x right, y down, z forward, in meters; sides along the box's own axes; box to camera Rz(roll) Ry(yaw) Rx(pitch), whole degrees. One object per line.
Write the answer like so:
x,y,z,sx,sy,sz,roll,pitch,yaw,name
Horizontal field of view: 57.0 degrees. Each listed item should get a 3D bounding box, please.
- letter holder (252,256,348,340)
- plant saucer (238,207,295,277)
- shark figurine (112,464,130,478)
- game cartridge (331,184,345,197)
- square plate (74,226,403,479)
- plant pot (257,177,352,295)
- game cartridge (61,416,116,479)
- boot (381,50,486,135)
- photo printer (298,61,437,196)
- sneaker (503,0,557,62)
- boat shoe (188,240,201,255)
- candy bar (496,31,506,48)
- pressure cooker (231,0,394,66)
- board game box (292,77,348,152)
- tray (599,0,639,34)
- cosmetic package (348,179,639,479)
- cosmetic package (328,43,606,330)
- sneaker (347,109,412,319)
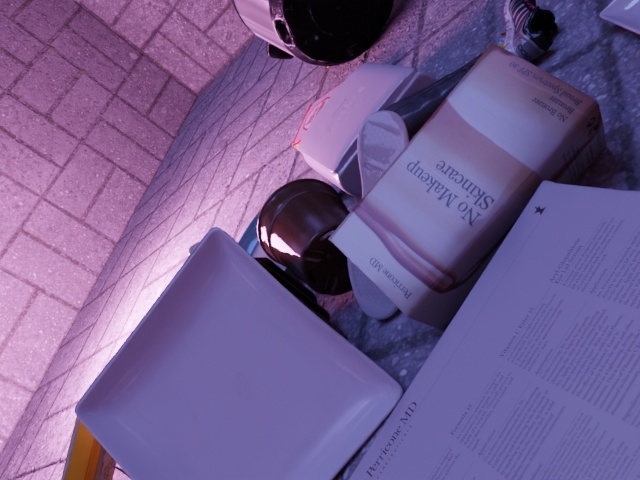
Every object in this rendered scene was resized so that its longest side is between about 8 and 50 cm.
-0.107,0.208,0.919,0.302,0.214,0.152,-54,-7,3,letter holder
-0.106,0.025,1.227,0.317,0.044,0.317,-42,29,30,plant saucer
-0.324,0.495,0.943,0.166,0.116,0.278,-32,34,37,shark figurine
0.017,-0.075,1.193,0.083,0.017,0.056,-58,28,-8,game cartridge
-0.122,0.216,0.796,0.344,0.347,0.049,-52,-19,4,square plate
0.000,0.000,0.971,0.167,0.167,0.165,-52,33,3,plant pot
-0.391,0.452,0.975,0.285,0.053,0.323,117,158,-63,game cartridge
0.197,-0.216,0.917,0.209,0.076,0.189,-23,19,6,boot
0.081,-0.231,1.171,0.256,0.107,0.307,-51,25,5,photo printer
0.334,-0.344,0.926,0.075,0.063,0.170,-25,42,47,sneaker
-0.196,0.105,1.179,0.116,0.099,0.319,-13,30,-15,boat shoe
0.281,-0.290,1.000,0.161,0.018,0.040,-56,25,-3,candy bar
-0.048,-0.699,1.590,0.370,0.375,0.420,-46,44,-2,pressure cooker
0.023,-0.309,1.450,0.193,0.045,0.146,-24,38,48,board game box
0.448,-0.278,0.674,0.145,0.030,0.270,-45,26,19,tray
0.208,0.136,0.481,0.377,0.097,0.284,-56,26,-4,cosmetic package
0.171,-0.056,0.697,0.153,0.129,0.296,43,99,31,cosmetic package
0.115,-0.031,0.880,0.105,0.147,0.295,-1,83,27,sneaker
